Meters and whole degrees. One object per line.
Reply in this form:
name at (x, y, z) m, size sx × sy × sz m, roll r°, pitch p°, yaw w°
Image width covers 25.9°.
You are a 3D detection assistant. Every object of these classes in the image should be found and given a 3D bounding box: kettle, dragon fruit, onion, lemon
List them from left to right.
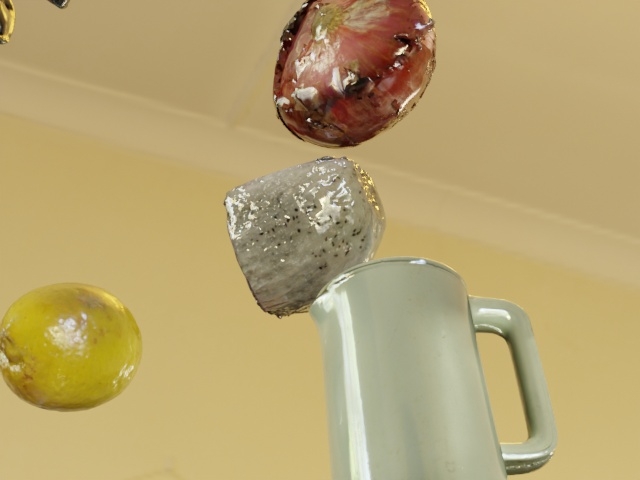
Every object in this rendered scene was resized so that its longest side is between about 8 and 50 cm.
lemon at (-0.327, 0.139, 1.798) m, size 0.170 × 0.170 × 0.207 m, roll -16°, pitch -9°, yaw 39°
dragon fruit at (0.000, 0.000, 2.293) m, size 0.221 × 0.204 × 0.283 m, roll -23°, pitch -18°, yaw 18°
onion at (0.043, -0.161, 1.288) m, size 0.147 × 0.184 × 0.184 m, roll 27°, pitch -32°, yaw -36°
kettle at (0.130, 0.194, 1.634) m, size 0.265 × 0.318 × 0.205 m, roll -16°, pitch -37°, yaw 11°

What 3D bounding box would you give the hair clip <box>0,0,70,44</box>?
hair clip at (-0.424, -0.378, 1.608) m, size 0.194 × 0.206 × 0.310 m, roll -29°, pitch -80°, yaw 14°
